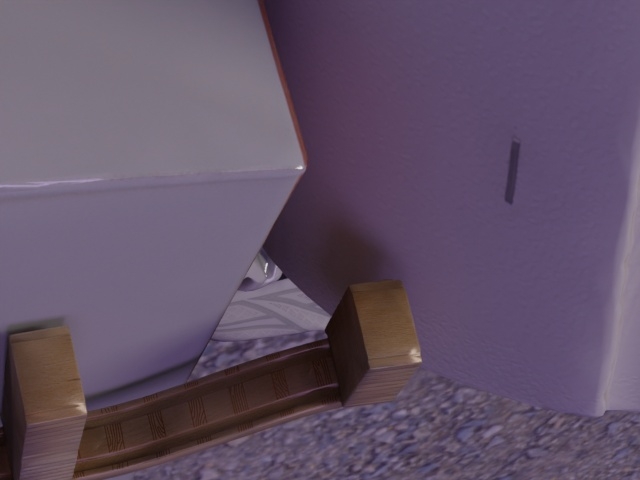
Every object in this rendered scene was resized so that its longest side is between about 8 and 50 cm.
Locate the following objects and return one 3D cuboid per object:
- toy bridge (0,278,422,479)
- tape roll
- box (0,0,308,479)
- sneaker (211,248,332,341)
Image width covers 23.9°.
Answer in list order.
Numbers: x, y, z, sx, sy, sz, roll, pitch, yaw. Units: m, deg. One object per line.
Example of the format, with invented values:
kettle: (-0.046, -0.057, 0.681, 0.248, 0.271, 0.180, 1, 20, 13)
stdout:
toy bridge: (-0.071, 0.046, 0.380, 0.188, 0.026, 0.063, -9, 156, -18)
tape roll: (0.090, -0.094, 0.437, 0.246, 0.246, 0.169, -13, 133, -13)
box: (-0.152, -0.021, 0.484, 0.168, 0.215, 0.345, -6, 155, -22)
sneaker: (0.000, 0.000, 0.763, 0.292, 0.110, 0.118, 3, 151, -27)
